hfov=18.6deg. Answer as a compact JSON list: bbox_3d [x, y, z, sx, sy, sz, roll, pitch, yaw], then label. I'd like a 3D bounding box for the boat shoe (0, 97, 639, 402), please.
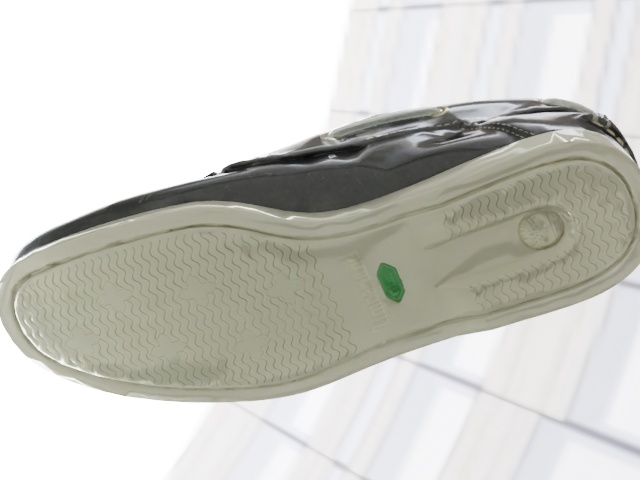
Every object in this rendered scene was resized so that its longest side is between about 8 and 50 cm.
[{"bbox_3d":[0.000,0.000,0.706,0.233,0.079,0.084,-13,-60,5],"label":"boat shoe"}]
